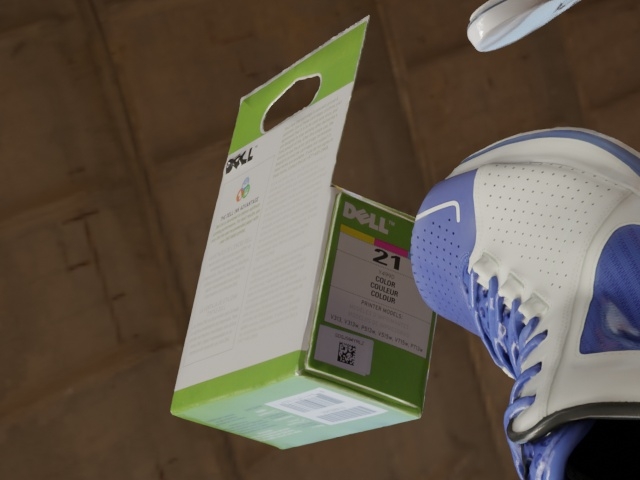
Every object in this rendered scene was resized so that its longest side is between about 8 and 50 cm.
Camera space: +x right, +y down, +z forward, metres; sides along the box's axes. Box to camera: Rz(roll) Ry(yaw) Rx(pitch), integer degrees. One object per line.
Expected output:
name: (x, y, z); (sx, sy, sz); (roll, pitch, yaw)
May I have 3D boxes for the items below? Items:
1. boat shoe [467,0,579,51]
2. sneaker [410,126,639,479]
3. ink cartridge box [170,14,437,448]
boat shoe: (0.254, -0.306, 1.618); (0.258, 0.095, 0.084); (-32, -102, -33)
sneaker: (0.129, 0.053, 0.644); (0.182, 0.315, 0.127); (-37, -59, -26)
ink cartridge box: (0.000, 0.000, 0.947); (0.097, 0.189, 0.255); (22, -114, -25)
